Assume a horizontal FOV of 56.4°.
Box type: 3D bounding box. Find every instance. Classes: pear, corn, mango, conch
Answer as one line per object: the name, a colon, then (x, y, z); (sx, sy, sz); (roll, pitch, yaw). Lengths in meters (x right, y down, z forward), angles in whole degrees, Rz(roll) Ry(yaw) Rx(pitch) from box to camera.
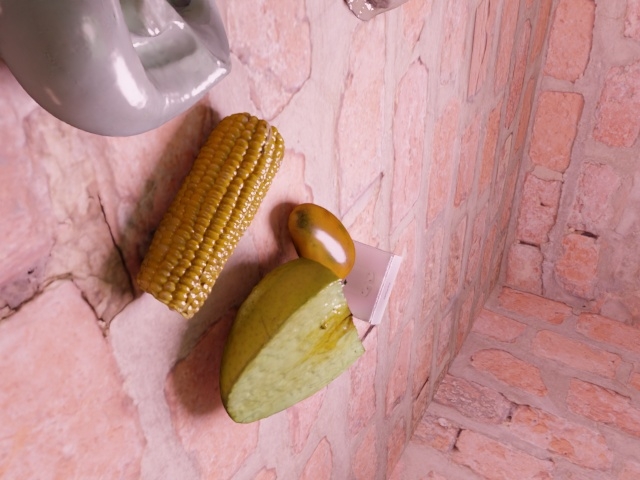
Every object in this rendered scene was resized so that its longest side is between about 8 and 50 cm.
pear: (-0.068, 0.157, 0.896); (0.239, 0.139, 0.288); (-46, 151, -16)
corn: (-0.124, -0.033, 0.684); (0.244, 0.093, 0.093); (-65, 154, -12)
mango: (0.000, -0.001, 0.942); (0.089, 0.111, 0.163); (-28, 126, 3)
conch: (-0.161, -0.178, 0.475); (0.221, 0.120, 0.185); (-26, 127, -65)

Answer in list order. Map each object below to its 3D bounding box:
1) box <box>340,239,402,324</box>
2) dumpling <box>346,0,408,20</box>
box: (0.064, 0.069, 1.083); (0.051, 0.129, 0.130); (13, 97, -64)
dumpling: (0.089, -0.394, 0.865); (0.150, 0.092, 0.176); (-63, 163, 19)
